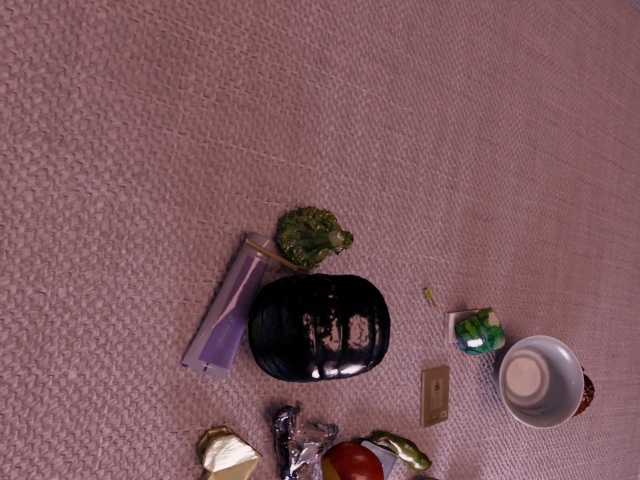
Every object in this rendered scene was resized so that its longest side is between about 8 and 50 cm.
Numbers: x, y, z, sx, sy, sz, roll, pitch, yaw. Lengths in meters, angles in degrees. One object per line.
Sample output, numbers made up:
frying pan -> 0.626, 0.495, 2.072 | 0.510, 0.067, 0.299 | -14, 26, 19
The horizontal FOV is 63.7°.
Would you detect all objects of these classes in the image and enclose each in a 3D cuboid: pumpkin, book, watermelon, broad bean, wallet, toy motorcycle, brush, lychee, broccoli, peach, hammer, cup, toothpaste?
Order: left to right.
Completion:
toothpaste -> -0.220, 0.159, 1.297 | 0.125, 0.080, 0.371 | 27, 79, -28
hammer -> -0.109, 0.042, 1.287 | 0.195, 0.060, 0.028 | 31, 72, -34
toy motorcycle -> -0.037, 0.540, 1.434 | 0.204, 0.108, 0.239 | -18, 128, -31
pumpkin -> -0.001, 0.214, 1.283 | 0.363, 0.363, 0.266 | 6, 76, -37
broccoli -> 0.000, 0.000, 1.381 | 0.220, 0.194, 0.194 | 2, 91, -31
peach -> 0.081, 0.670, 1.451 | 0.192, 0.190, 0.190 | 27, 76, -25
wallet -> 0.136, 0.731, 1.591 | 0.167, 0.036, 0.222 | 33, 78, -26
broad bean -> 0.259, 0.694, 1.697 | 0.318, 0.056, 0.098 | 27, 94, -26
brush -> 0.378, 0.201, 1.781 | 0.019, 0.021, 0.083 | -39, 108, -31
book -> 0.406, 0.551, 1.820 | 0.138, 0.016, 0.198 | -1, 93, -37
watermelon -> 0.569, 0.353, 1.856 | 0.146, 0.128, 0.231 | -28, 112, -12
cup -> 0.820, 0.538, 2.006 | 0.347, 0.163, 0.347 | 1, 83, -9
lychee -> 1.001, 0.625, 2.152 | 0.236, 0.236, 0.271 | 37, 95, -32

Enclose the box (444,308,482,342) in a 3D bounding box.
box -> 0.530, 0.313, 1.897 | 0.198, 0.029, 0.109 | 1, 92, -36

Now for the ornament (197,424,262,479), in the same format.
ornament -> -0.229, 0.578, 1.320 | 0.180, 0.059, 0.201 | 0, 95, -38

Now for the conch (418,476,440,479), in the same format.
conch -> 0.382, 0.906, 1.746 | 0.200, 0.131, 0.172 | 51, 63, -26
